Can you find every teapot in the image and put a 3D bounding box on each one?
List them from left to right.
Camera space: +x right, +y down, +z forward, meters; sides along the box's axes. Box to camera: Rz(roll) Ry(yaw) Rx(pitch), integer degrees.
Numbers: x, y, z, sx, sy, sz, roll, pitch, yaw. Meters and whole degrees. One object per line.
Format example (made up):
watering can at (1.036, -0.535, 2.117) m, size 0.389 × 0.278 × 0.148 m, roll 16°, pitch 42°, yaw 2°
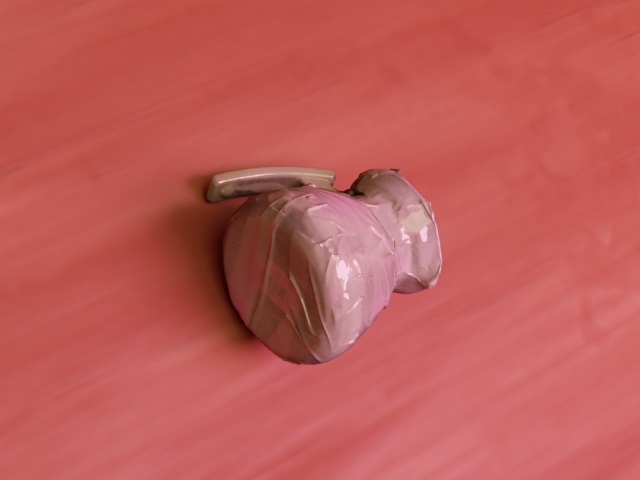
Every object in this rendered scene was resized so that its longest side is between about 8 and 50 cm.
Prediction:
teapot at (0.000, 0.000, 0.539) m, size 0.064 × 0.064 × 0.083 m, roll -24°, pitch 58°, yaw -38°
